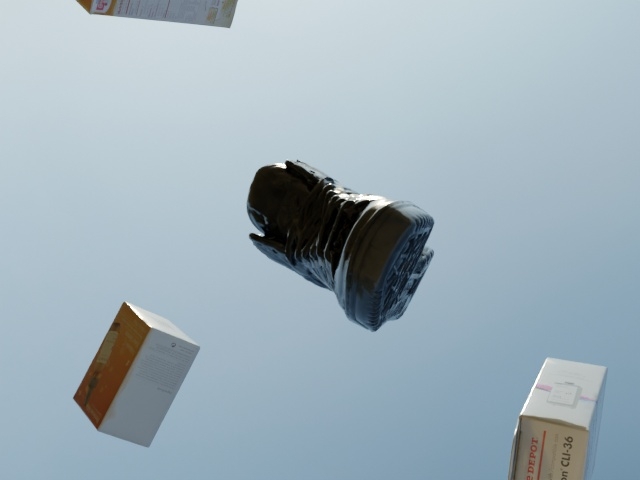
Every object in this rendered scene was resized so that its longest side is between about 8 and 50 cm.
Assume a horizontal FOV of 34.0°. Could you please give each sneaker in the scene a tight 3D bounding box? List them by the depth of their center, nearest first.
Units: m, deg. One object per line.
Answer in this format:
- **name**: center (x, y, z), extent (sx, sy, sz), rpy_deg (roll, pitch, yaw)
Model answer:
- **sneaker**: center (0.001, -0.002, 0.453), extent (0.089, 0.170, 0.051), rpy_deg (29, -92, 10)

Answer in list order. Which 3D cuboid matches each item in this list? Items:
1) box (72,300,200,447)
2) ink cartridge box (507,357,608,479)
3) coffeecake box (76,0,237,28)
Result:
- **box**: center (-0.276, 0.199, 1.563), extent (0.130, 0.091, 0.170), rpy_deg (26, -92, 57)
- **ink cartridge box**: center (0.224, 0.201, 0.995), extent (0.067, 0.115, 0.198), rpy_deg (9, -162, 20)
- **coffeecake box**: center (-0.207, -0.313, 1.222), extent (0.142, 0.185, 0.068), rpy_deg (45, -55, 40)
